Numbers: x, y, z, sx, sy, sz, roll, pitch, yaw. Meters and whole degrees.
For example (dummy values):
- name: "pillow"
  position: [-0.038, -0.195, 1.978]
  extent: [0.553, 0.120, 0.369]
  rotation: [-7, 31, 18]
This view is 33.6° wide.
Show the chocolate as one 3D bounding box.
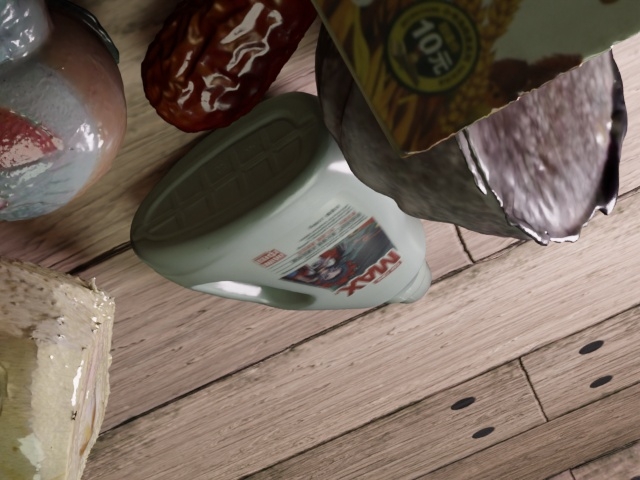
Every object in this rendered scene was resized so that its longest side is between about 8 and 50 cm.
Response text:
- name: "chocolate"
  position: [0.107, -0.135, 0.913]
  extent: [0.213, 0.303, 0.303]
  rotation: [-3, 166, 41]

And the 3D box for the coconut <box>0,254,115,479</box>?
- name: "coconut"
  position: [-0.347, 0.149, 1.044]
  extent: [0.254, 0.297, 0.297]
  rotation: [10, 145, -2]

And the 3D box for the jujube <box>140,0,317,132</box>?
- name: "jujube"
  position: [-0.073, -0.167, 0.881]
  extent: [0.176, 0.112, 0.109]
  rotation: [-43, 143, 25]

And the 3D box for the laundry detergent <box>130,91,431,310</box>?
- name: "laundry detergent"
  position: [0.000, 0.000, 1.184]
  extent: [0.264, 0.125, 0.398]
  rotation: [-33, 149, 17]

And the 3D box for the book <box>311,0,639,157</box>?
- name: "book"
  position: [0.168, -0.283, 0.688]
  extent: [0.428, 0.300, 0.039]
  rotation: [-29, -172, 6]

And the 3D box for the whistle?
- name: "whistle"
  position: [-0.248, -0.140, 0.768]
  extent: [0.189, 0.189, 0.348]
  rotation: [-16, 135, -8]
